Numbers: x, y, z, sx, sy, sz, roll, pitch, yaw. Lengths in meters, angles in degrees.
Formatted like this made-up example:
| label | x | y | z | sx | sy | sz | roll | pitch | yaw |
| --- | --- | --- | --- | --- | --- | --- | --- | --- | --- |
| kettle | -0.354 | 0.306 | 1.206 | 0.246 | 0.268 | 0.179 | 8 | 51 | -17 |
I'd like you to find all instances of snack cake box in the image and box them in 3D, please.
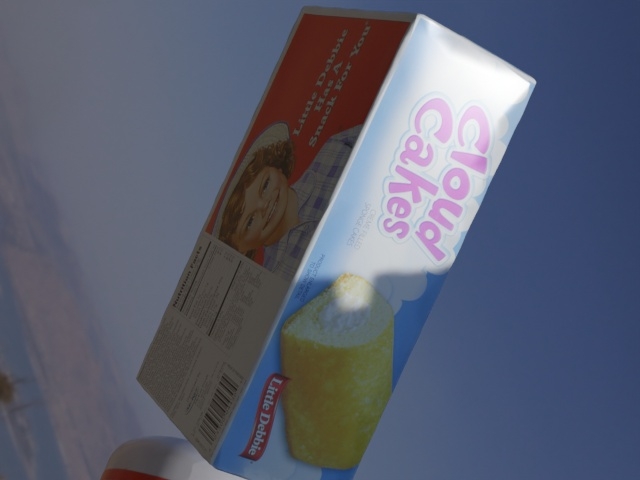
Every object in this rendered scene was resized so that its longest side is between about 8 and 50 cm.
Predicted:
| label | x | y | z | sx | sy | sz | roll | pitch | yaw |
| --- | --- | --- | --- | --- | --- | --- | --- | --- | --- |
| snack cake box | 0.000 | 0.000 | 0.685 | 0.264 | 0.089 | 0.152 | -65 | -154 | 1 |

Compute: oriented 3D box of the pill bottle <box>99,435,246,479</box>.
| label | x | y | z | sx | sy | sz | roll | pitch | yaw |
| --- | --- | --- | --- | --- | --- | --- | --- | --- | --- |
| pill bottle | -0.116 | 0.311 | 0.801 | 0.181 | 0.181 | 0.323 | 95 | 14 | -66 |
